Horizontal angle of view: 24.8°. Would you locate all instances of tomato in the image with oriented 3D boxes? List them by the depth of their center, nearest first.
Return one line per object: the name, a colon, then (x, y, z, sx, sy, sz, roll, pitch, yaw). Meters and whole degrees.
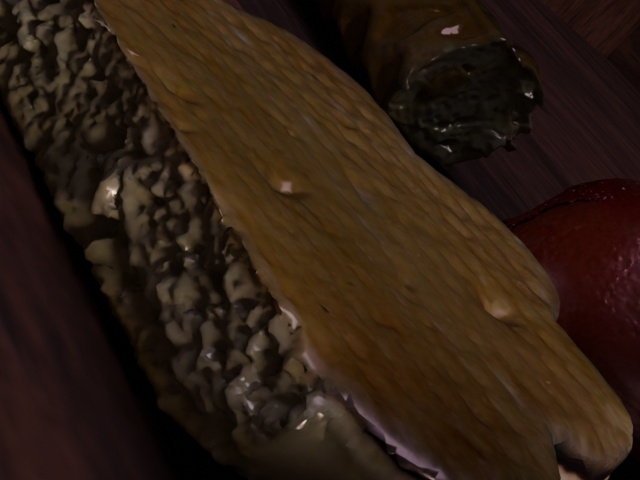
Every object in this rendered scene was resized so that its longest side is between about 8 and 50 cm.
tomato: (0.163, 0.038, 0.695, 0.173, 0.099, 0.189, 46, 14, 14)

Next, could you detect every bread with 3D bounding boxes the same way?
bread: (0.000, 0.000, 0.462, 0.207, 0.056, 0.286, 25, 24, -42)
bread: (0.046, -0.148, 0.903, 0.269, 0.098, 0.087, -117, -162, -48)
